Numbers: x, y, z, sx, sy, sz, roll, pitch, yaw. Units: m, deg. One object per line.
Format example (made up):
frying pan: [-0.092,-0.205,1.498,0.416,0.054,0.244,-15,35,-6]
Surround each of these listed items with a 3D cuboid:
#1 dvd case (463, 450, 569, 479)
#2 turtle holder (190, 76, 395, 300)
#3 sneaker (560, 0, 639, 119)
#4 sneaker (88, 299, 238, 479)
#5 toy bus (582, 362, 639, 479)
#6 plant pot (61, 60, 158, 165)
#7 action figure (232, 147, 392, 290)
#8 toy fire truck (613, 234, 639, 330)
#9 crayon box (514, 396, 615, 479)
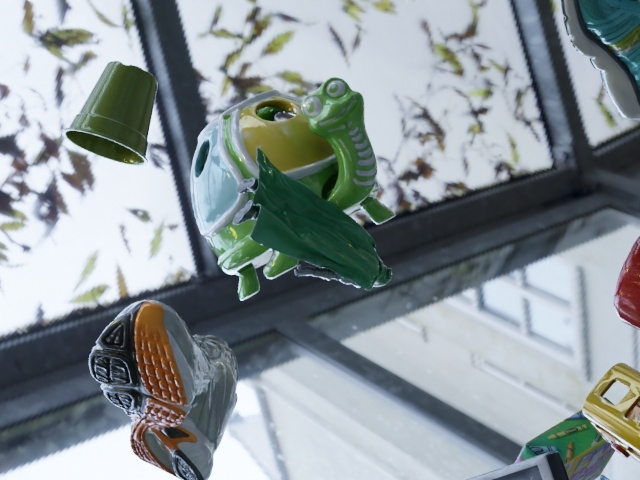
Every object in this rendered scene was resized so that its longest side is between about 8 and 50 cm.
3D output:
dvd case: [0.237,0.371,1.359,0.030,0.239,0.179,-7,-108,-33]
turtle holder: [-0.054,-0.078,1.467,0.243,0.320,0.227,-28,-94,-8]
sneaker: [0.348,-0.243,1.224,0.275,0.110,0.107,41,-126,-38]
sneaker: [-0.131,0.116,1.017,0.262,0.099,0.121,89,-155,-54]
toy bus: [0.424,0.235,1.376,0.104,0.202,0.191,46,-144,-37]
plant pot: [-0.188,-0.121,1.033,0.083,0.083,0.079,33,-109,-48]
action figure: [0.000,0.000,1.329,0.232,0.063,0.137,31,-133,-30]
toy fire truck: [0.397,-0.015,0.934,0.302,0.169,0.253,5,-73,-51]
crayon box: [0.481,0.432,2.179,0.278,0.081,0.165,-18,-42,-42]
